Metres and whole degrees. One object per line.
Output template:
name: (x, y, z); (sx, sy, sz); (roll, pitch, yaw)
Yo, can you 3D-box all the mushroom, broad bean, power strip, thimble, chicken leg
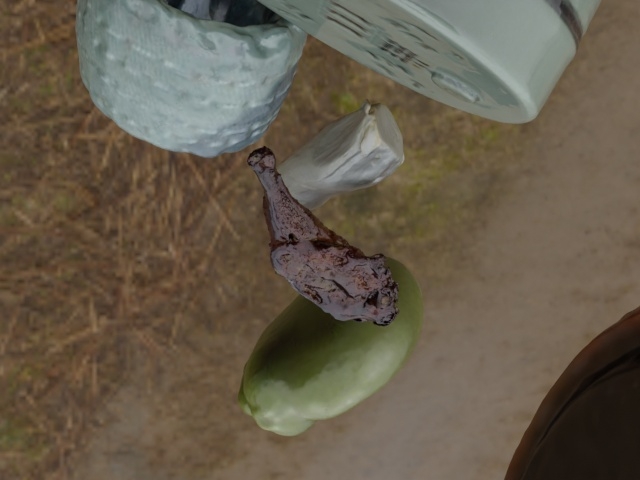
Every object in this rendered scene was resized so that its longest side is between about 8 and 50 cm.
mushroom: (0.011, -0.101, 1.698); (0.109, 0.097, 0.351); (-11, 173, -28)
broad bean: (0.014, 0.140, 1.681); (0.291, 0.238, 0.119); (-44, 118, -4)
power strip: (0.046, -0.241, 0.985); (0.357, 0.357, 0.161); (29, 90, -38)
thimble: (-0.129, -0.215, 1.222); (0.205, 0.250, 0.172); (-23, 152, -35)
chicken leg: (-0.003, 0.003, 1.101); (0.205, 0.053, 0.093); (37, 141, -20)

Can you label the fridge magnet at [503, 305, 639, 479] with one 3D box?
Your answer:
fridge magnet: (0.192, 0.163, 0.578); (0.155, 0.364, 0.363); (20, 136, -19)
